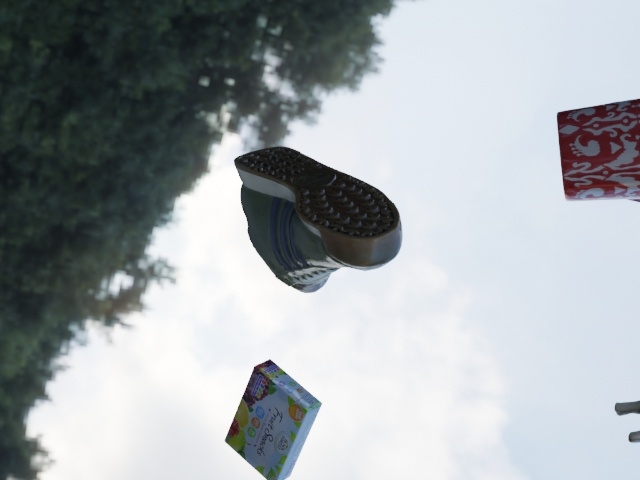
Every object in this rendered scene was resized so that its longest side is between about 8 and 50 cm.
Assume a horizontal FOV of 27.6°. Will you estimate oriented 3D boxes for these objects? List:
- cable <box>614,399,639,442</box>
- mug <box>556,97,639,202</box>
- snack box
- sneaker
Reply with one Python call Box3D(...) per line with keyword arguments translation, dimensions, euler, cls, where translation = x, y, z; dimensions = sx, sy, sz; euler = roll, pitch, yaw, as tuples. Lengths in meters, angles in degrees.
Box3D(translation=(0.413, 0.157, 1.144), dimensions=(0.072, 0.287, 0.139), euler=(75, -6, -48), cls="cable")
Box3D(translation=(0.325, -0.076, 1.292), dimensions=(0.113, 0.169, 0.150), euler=(-78, 160, -56), cls="mug")
Box3D(translation=(-0.064, 0.243, 1.733), dimensions=(0.100, 0.037, 0.141), euler=(37, -55, 23), cls="snack box")
Box3D(translation=(0.000, 0.000, 0.913), dimensions=(0.192, 0.064, 0.086), euler=(35, -44, 54), cls="sneaker")
